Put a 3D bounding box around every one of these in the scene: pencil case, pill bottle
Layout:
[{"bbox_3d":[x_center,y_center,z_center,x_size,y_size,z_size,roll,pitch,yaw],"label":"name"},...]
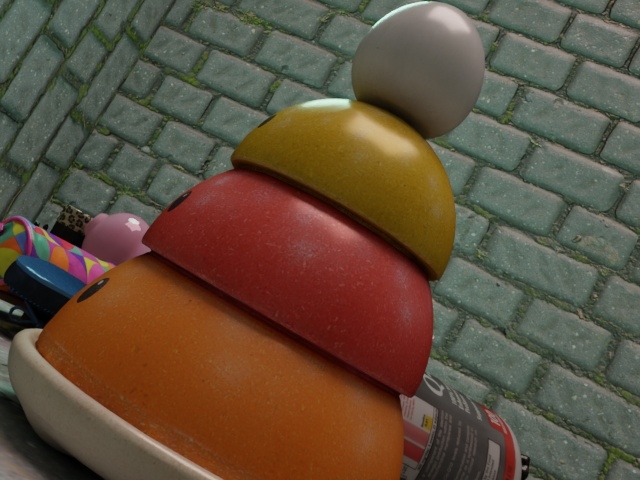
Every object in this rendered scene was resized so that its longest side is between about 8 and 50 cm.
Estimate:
[{"bbox_3d":[-0.369,0.045,1.019,0.104,0.104,0.236,26,-10,23],"label":"pencil case"},{"bbox_3d":[0.062,0.244,0.933,0.363,0.210,0.210,33,-10,-22],"label":"pill bottle"}]

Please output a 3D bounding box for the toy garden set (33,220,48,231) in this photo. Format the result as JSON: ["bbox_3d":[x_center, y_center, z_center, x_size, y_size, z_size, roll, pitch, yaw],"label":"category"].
[{"bbox_3d":[-0.625,-0.029,1.351,0.204,0.049,0.244,15,7,33],"label":"toy garden set"}]

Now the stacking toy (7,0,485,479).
[{"bbox_3d":[0.000,0.000,0.644,0.351,0.479,0.350,29,-9,5],"label":"stacking toy"}]

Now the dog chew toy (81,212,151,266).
[{"bbox_3d":[-0.286,0.086,1.293,0.332,0.206,0.206,48,-12,-9],"label":"dog chew toy"}]

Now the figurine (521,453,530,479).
[{"bbox_3d":[0.269,0.455,1.348,0.209,0.215,0.092,24,-49,-3],"label":"figurine"}]

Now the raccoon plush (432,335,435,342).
[{"bbox_3d":[0.127,0.273,1.385,0.299,0.446,0.216,20,-46,50],"label":"raccoon plush"}]

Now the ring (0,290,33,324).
[{"bbox_3d":[-0.520,0.041,1.059,0.337,0.032,0.336,28,-9,5],"label":"ring"}]

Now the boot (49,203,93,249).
[{"bbox_3d":[-0.461,0.041,1.358,0.085,0.178,0.236,29,-10,10],"label":"boot"}]

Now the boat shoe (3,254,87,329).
[{"bbox_3d":[-0.320,0.103,0.935,0.109,0.089,0.258,40,-8,28],"label":"boat shoe"}]
